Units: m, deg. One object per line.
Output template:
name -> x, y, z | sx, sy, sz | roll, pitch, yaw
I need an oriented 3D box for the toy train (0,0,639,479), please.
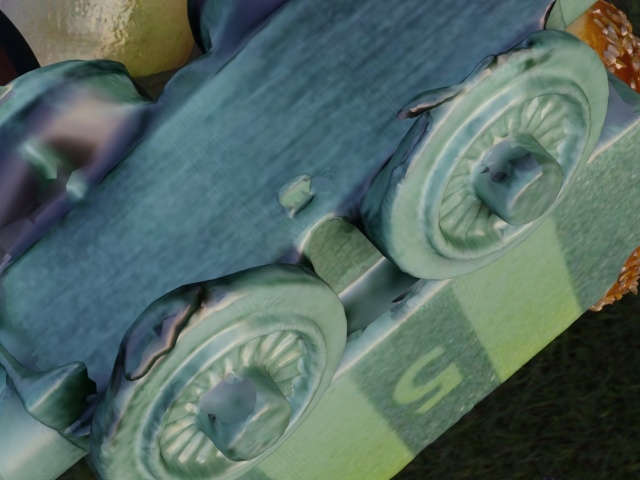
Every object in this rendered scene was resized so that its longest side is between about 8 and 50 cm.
toy train -> 0.000, 0.000, 0.460 | 0.299, 0.238, 0.167 | -40, 57, -2

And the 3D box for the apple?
apple -> -0.241, -0.259, 1.248 | 0.120, 0.265, 0.193 | 47, 136, 51

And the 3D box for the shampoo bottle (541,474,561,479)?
shampoo bottle -> 0.266, 0.318, 1.237 | 0.067, 0.236, 0.068 | -20, 54, 13

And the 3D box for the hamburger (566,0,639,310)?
hamburger -> 0.187, -0.075, 1.037 | 0.225, 0.291, 0.291 | 0, 89, 15

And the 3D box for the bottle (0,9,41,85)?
bottle -> -0.270, 0.001, 0.517 | 0.144, 0.336, 0.144 | 16, 129, 21
